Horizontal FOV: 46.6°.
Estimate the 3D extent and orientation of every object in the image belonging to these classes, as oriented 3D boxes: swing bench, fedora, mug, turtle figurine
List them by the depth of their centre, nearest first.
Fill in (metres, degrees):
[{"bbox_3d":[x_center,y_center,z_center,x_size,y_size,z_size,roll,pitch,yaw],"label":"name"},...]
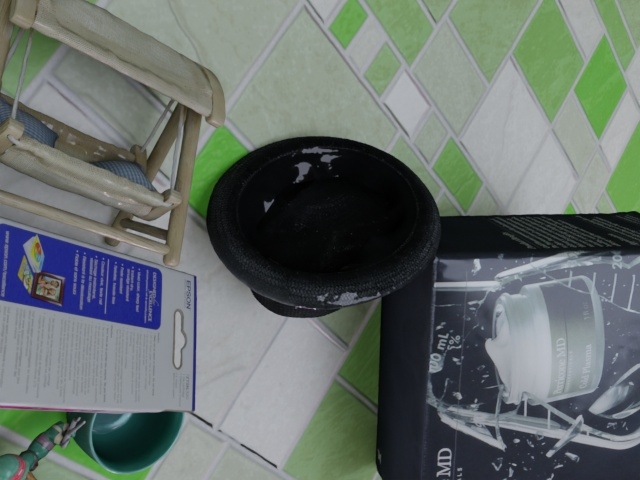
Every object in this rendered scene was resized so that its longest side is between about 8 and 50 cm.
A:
[{"bbox_3d":[-0.256,-0.134,0.812,0.253,0.165,0.255,22,84,-42],"label":"swing bench"},{"bbox_3d":[-0.314,0.285,0.826,0.118,0.175,0.234,-3,137,-11],"label":"turtle figurine"},{"bbox_3d":[-0.244,0.204,0.942,0.158,0.097,0.129,-54,128,-20],"label":"mug"},{"bbox_3d":[0.000,0.000,1.052,0.334,0.334,0.153,-30,151,-34],"label":"fedora"}]

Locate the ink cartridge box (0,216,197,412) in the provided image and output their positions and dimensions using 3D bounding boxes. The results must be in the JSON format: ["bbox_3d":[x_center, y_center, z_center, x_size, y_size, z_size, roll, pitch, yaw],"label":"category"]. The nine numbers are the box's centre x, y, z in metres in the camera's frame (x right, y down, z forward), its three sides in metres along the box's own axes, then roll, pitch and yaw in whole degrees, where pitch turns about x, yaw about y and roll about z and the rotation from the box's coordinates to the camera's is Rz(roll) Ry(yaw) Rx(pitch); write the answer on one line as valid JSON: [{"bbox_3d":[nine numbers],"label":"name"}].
[{"bbox_3d":[-0.268,0.090,0.787,0.371,0.069,0.176,23,61,-55],"label":"ink cartridge box"}]

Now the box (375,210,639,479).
[{"bbox_3d":[0.353,0.210,1.221,0.471,0.297,0.480,-1,103,-8],"label":"box"}]
